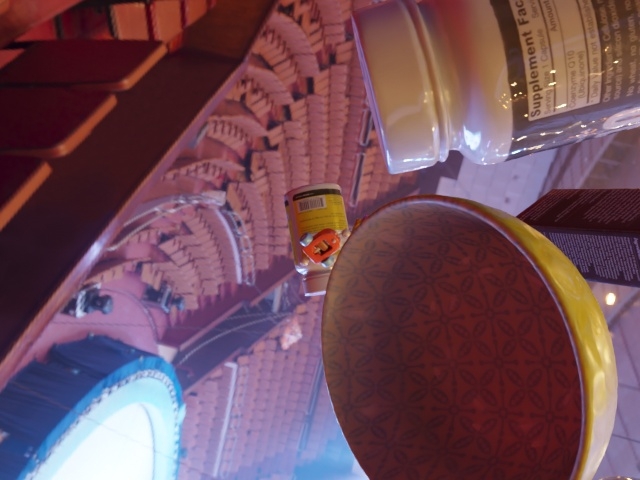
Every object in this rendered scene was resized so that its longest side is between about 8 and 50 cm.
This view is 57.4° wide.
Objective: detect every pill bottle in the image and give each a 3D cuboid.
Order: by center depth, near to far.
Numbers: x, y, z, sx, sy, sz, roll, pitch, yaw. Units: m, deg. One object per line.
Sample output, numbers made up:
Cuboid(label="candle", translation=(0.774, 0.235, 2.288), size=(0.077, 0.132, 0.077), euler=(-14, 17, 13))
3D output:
Cuboid(label="pill bottle", translation=(0.225, -0.194, 0.587), size=(0.204, 0.361, 0.204), euler=(-14, 90, -84))
Cuboid(label="pill bottle", translation=(0.000, 0.000, 1.159), size=(0.119, 0.119, 0.208), euler=(78, 2, -82))

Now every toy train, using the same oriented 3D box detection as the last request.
Cuboid(label="toy train", translation=(0.055, 0.023, 0.848), size=(0.125, 0.166, 0.046), euler=(-40, -158, 22))

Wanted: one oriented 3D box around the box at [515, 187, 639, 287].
Cuboid(label="box", translation=(0.612, -0.013, 1.224), size=(0.381, 0.191, 0.143), euler=(6, -56, 59))

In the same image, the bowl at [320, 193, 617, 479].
Cuboid(label="bowl", translation=(0.146, 0.103, 0.531), size=(0.290, 0.156, 0.289), euler=(6, -82, 52))

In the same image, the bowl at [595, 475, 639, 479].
Cuboid(label="bowl", translation=(0.604, 0.585, 1.070), size=(0.163, 0.312, 0.311), euler=(72, 30, -58))
